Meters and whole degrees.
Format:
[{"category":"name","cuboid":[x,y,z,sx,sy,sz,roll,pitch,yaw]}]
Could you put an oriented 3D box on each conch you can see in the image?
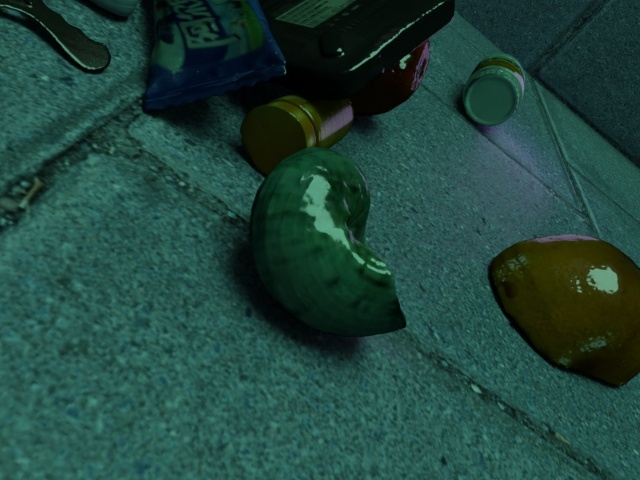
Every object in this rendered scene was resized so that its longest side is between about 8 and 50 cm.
[{"category":"conch","cuboid":[-0.003,-0.001,0.634,0.202,0.134,0.196,-100,174,-53]}]

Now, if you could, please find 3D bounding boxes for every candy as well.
[{"category":"candy","cuboid":[-0.155,-0.290,0.800,0.077,0.187,0.331,69,6,-53]}]

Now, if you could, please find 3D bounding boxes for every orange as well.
[{"category":"orange","cuboid":[0.432,0.112,1.017,0.310,0.274,0.274,1,41,-5]}]

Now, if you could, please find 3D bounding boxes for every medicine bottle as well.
[{"category":"medicine bottle","cuboid":[0.491,-0.427,1.673,0.158,0.158,0.318,41,32,-2]},{"category":"medicine bottle","cuboid":[-0.026,-0.159,0.827,0.096,0.096,0.192,43,32,1]}]

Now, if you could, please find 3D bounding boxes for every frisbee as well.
[{"category":"frisbee","cuboid":[-0.355,-0.274,0.663,0.187,0.012,0.211,-18,75,-47]}]

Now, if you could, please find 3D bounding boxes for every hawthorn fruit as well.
[{"category":"hawthorn fruit","cuboid":[0.113,-0.340,1.090,0.207,0.207,0.243,47,37,8]}]

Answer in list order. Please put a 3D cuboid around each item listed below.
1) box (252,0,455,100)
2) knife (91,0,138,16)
[{"category":"box","cuboid":[0.014,-0.319,0.879,0.289,0.073,0.290,27,55,34]},{"category":"knife","cuboid":[-0.394,-0.388,0.759,0.331,0.044,0.080,23,32,-22]}]
